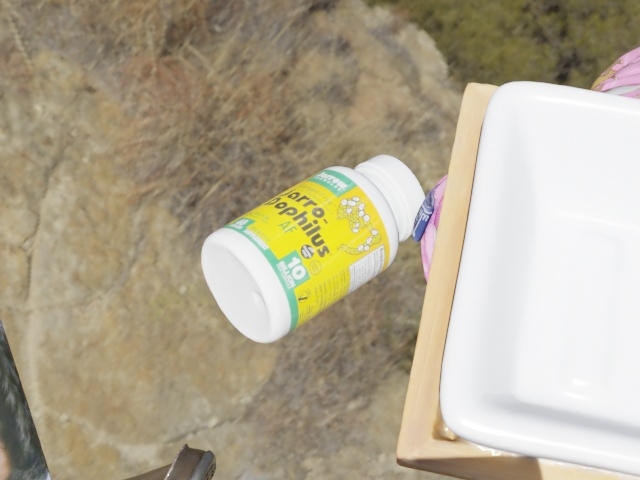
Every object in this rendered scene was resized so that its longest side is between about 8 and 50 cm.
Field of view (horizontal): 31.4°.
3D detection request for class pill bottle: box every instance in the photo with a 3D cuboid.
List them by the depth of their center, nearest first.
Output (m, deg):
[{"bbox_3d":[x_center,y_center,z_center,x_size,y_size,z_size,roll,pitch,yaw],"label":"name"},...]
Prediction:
[{"bbox_3d":[0.000,0.000,1.093,0.208,0.117,0.117,-31,80,-29],"label":"pill bottle"}]

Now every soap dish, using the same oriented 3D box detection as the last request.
[{"bbox_3d":[0.199,0.047,0.607,0.291,0.118,0.229,11,64,4],"label":"soap dish"}]

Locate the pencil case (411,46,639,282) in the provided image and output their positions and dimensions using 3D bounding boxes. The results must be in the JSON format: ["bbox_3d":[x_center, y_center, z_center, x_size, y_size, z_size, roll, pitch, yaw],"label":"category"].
[{"bbox_3d":[0.227,-0.046,0.925,0.386,0.167,0.160,-34,128,-48],"label":"pencil case"}]

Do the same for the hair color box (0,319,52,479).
[{"bbox_3d":[-0.337,0.133,0.712,0.374,0.114,0.185,9,58,-68],"label":"hair color box"}]

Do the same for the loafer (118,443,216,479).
[{"bbox_3d":[-0.175,0.247,1.002,0.078,0.220,0.080,42,25,-3],"label":"loafer"}]
